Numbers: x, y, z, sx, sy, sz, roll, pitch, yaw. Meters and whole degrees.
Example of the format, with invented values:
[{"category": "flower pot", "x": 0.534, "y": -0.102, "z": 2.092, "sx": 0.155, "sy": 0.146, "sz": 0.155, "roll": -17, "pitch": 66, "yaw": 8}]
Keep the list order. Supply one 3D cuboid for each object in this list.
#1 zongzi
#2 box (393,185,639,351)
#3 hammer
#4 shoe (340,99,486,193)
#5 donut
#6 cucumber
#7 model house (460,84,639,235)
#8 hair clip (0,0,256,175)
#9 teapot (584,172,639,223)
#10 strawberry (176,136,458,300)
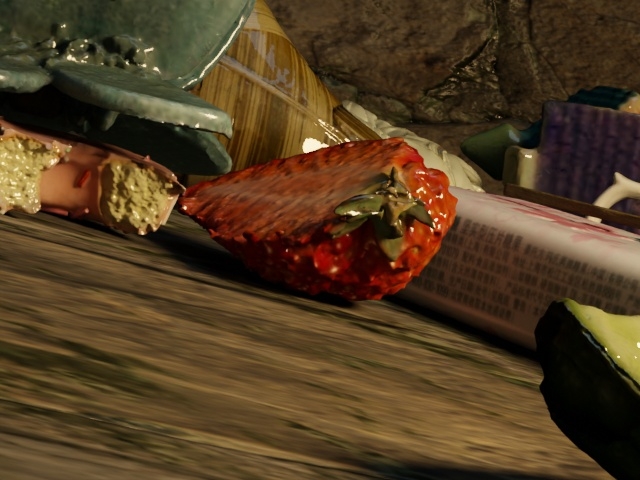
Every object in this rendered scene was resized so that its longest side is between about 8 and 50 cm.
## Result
[{"category": "zongzi", "x": -0.029, "y": -0.152, "z": 1.786, "sx": 0.286, "sy": 0.288, "sz": 0.134, "roll": 18, "pitch": -22, "yaw": -12}, {"category": "box", "x": 0.214, "y": 0.045, "z": 1.422, "sx": 0.190, "sy": 0.112, "sz": 0.370, "roll": 11, "pitch": 5, "yaw": -43}, {"category": "hammer", "x": 0.257, "y": -0.011, "z": 1.416, "sx": 0.292, "sy": 0.029, "sz": 0.058, "roll": 17, "pitch": 4, "yaw": 43}, {"category": "shoe", "x": 0.086, "y": -0.055, "z": 2.007, "sx": 0.211, "sy": 0.132, "sz": 0.342, "roll": 26, "pitch": 4, "yaw": -1}, {"category": "donut", "x": -0.195, "y": -0.049, "z": 1.370, "sx": 0.166, "sy": 0.065, "sz": 0.117, "roll": 14, "pitch": 7, "yaw": -28}, {"category": "cucumber", "x": 0.231, "y": 0.106, "z": 0.893, "sx": 0.325, "sy": 0.105, "sz": 0.145, "roll": 12, "pitch": 33, "yaw": -36}, {"category": "model house", "x": 0.313, "y": -0.047, "z": 2.030, "sx": 0.280, "sy": 0.245, "sz": 0.312, "roll": 6, "pitch": 8, "yaw": -19}, {"category": "hair clip", "x": -0.203, "y": -0.197, "z": 1.449, "sx": 0.318, "sy": 0.238, "sz": 0.392, "roll": 11, "pitch": -7, "yaw": 0}, {"category": "teapot", "x": 0.390, "y": 0.038, "z": 1.775, "sx": 0.300, "sy": 0.165, "sz": 0.208, "roll": 28, "pitch": 21, "yaw": 17}, {"category": "strawberry", "x": 0.006, "y": -0.003, "z": 1.371, "sx": 0.175, "sy": 0.106, "sz": 0.236, "roll": -24, "pitch": 17, "yaw": -14}]
